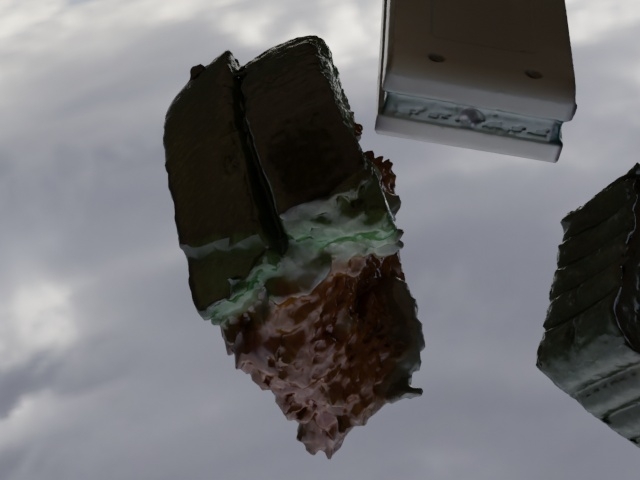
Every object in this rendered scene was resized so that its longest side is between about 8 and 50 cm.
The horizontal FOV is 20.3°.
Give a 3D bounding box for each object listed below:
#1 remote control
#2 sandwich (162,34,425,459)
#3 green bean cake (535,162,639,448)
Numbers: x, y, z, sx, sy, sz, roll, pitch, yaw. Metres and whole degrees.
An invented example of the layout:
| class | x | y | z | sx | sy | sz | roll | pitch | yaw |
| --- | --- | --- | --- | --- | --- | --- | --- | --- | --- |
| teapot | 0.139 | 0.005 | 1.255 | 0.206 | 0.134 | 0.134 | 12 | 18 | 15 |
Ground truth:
| class | x | y | z | sx | sy | sz | roll | pitch | yaw |
| --- | --- | --- | --- | --- | --- | --- | --- | --- | --- |
| remote control | 0.088 | -0.138 | 1.050 | 0.103 | 0.055 | 0.277 | 9 | -146 | -2 |
| sandwich | -0.001 | -0.006 | 0.893 | 0.109 | 0.160 | 0.185 | -27 | -145 | 13 |
| green bean cake | 0.242 | 0.063 | 1.260 | 0.094 | 0.173 | 0.181 | -38 | -155 | 40 |
